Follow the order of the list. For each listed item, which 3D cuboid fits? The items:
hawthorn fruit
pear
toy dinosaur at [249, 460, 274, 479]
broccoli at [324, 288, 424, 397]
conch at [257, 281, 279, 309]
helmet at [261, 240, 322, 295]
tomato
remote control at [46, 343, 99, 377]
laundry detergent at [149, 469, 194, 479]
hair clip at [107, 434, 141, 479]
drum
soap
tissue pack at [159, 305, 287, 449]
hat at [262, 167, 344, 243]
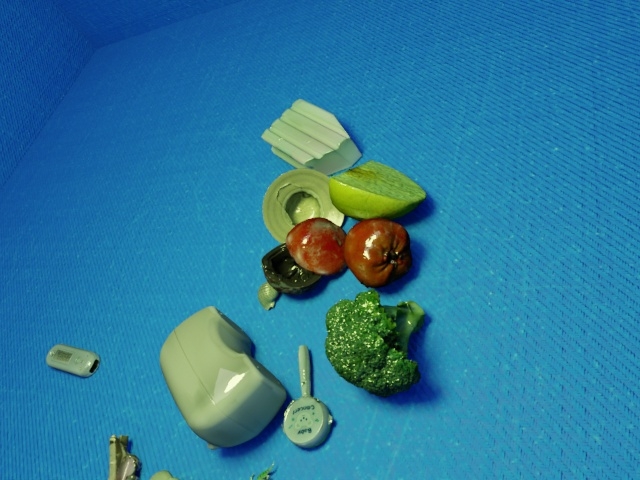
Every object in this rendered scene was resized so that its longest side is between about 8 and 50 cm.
[{"bbox_3d":[0.138,0.024,1.349,0.185,0.185,0.202,-47,33,-8],"label":"hawthorn fruit"},{"bbox_3d":[0.175,-0.117,1.445,0.239,0.139,0.288,17,25,24],"label":"pear"},{"bbox_3d":[-0.140,0.561,1.217,0.062,0.021,0.083,-2,57,45],"label":"toy dinosaur"},{"bbox_3d":[0.134,0.231,1.192,0.269,0.269,0.254,-25,90,12],"label":"broccoli"},{"bbox_3d":[-0.158,0.157,1.506,0.076,0.056,0.085,-16,49,36],"label":"conch"},{"bbox_3d":[-0.085,0.097,1.467,0.177,0.107,0.153,36,48,21],"label":"helmet"},{"bbox_3d":[0.000,0.000,1.441,0.173,0.099,0.189,-18,55,-35],"label":"tomato"},{"bbox_3d":[-0.844,0.404,1.733,0.244,0.047,0.087,3,56,30],"label":"remote control"},{"bbox_3d":[-0.269,0.662,1.153,0.397,0.125,0.264,30,76,44],"label":"laundry detergent"},{"bbox_3d":[-0.537,0.658,1.345,0.106,0.084,0.292,-14,56,15],"label":"hair clip"},{"bbox_3d":[-0.019,0.378,1.260,0.130,0.049,0.253,-7,54,27],"label":"drum"},{"bbox_3d":[-0.025,-0.342,1.754,0.208,0.115,0.347,-47,47,-7],"label":"soap"},{"bbox_3d":[-0.266,0.352,1.301,0.236,0.229,0.333,-42,45,-6],"label":"tissue pack"},{"bbox_3d":[-0.053,-0.095,1.581,0.252,0.252,0.110,-40,6,-2],"label":"hat"}]
